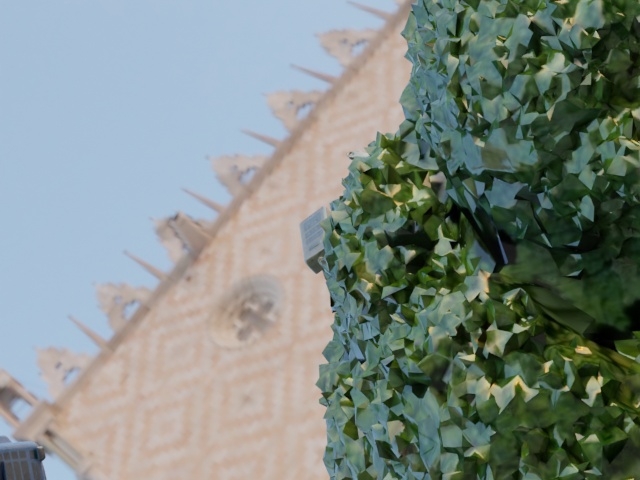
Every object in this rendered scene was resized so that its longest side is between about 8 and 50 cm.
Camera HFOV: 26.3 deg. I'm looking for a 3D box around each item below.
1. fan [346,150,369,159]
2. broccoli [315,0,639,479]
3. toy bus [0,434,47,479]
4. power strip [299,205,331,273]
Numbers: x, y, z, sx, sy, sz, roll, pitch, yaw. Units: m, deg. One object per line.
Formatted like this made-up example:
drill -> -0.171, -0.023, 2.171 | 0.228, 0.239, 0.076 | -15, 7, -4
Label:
fan -> 0.080, -0.048, 0.890 | 0.085, 0.133, 0.005 | -62, -25, -43
broccoli -> 0.147, 0.066, 0.517 | 0.413, 0.321, 0.310 | 49, -134, -6
toy bus -> -0.402, 0.293, 1.565 | 0.234, 0.116, 0.134 | 20, -125, -74
power strip -> 0.000, 0.000, 1.051 | 0.027, 0.083, 0.017 | -38, -68, 13
